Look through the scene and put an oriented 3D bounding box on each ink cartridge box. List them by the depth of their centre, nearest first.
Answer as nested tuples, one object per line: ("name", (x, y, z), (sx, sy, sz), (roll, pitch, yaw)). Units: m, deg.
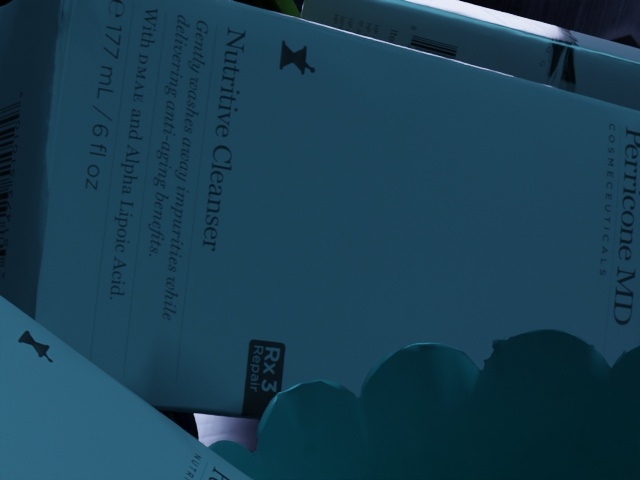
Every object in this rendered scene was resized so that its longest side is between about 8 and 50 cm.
("ink cartridge box", (0.156, -0.065, 1.318), (0.394, 0.285, 0.166), (16, 16, 4))

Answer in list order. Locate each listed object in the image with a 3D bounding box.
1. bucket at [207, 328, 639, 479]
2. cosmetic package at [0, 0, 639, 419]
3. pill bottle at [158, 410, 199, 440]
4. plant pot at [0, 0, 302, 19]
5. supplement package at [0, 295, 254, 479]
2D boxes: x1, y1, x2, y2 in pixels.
("bucket", (0.088, 0.174, 0.543), (0.281, 0.183, 0.281), (-5, 24, 2))
("cosmetic package", (0.000, 0.000, 0.802), (0.385, 0.217, 0.156), (7, -6, -30))
("pill bottle", (-0.142, 0.126, 0.814), (0.078, 0.078, 0.137), (25, 19, 32))
("plant pot", (-0.185, -0.081, 1.063), (0.366, 0.367, 0.353), (13, 5, -4))
("supplement package", (-0.152, 0.155, 0.376), (0.145, 0.204, 0.262), (37, 23, -7))
